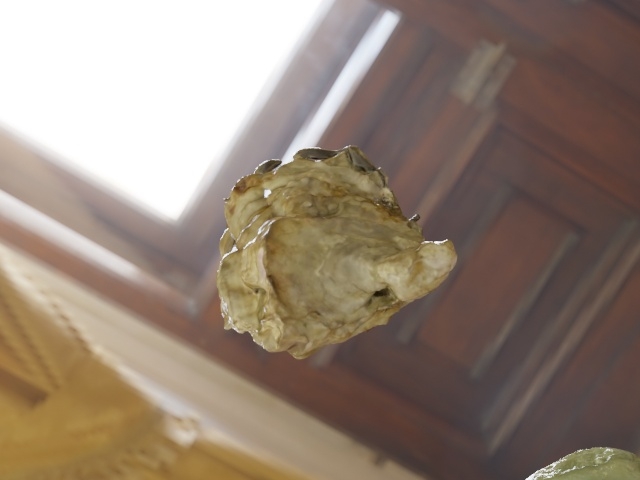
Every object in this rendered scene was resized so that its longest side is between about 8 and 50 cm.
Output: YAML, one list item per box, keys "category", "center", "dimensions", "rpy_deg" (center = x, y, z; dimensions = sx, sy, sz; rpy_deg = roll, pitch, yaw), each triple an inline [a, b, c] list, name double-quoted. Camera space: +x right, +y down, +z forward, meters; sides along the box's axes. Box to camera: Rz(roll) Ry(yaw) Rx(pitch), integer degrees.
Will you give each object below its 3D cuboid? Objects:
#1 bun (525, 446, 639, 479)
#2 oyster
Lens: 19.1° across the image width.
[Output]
- category: "bun"
  center: [0.294, 0.319, 1.999]
  dimensions: [0.221, 0.221, 0.108]
  rpy_deg: [-57, 6, 10]
- category: "oyster"
  center: [0.000, 0.000, 1.194]
  dimensions: [0.191, 0.081, 0.163]
  rpy_deg: [-4, 56, 27]
